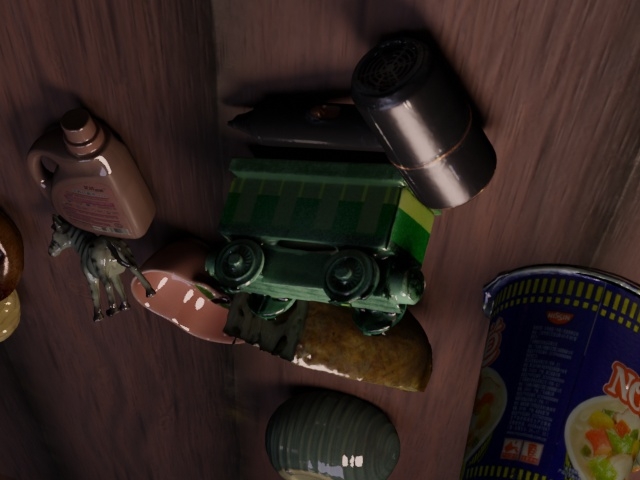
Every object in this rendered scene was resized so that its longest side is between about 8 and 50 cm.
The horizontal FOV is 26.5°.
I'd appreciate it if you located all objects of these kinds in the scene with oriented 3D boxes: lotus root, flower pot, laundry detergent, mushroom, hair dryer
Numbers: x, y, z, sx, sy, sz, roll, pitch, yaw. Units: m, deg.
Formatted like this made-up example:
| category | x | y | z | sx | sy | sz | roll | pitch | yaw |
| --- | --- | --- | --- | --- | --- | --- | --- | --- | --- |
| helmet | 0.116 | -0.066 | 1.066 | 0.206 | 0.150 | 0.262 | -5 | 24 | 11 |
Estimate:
| category | x | y | z | sx | sy | sz | roll | pitch | yaw |
| --- | --- | --- | --- | --- | --- | --- | --- | --- | --- |
| lotus root | 0.039 | 0.120 | 1.886 | 0.260 | 0.149 | 0.267 | 17 | 178 | -24 |
| flower pot | 0.018 | 0.357 | 2.360 | 0.243 | 0.157 | 0.189 | 7 | 151 | 30 |
| laundry detergent | -0.335 | -0.099 | 1.872 | 0.171 | 0.076 | 0.237 | 11 | 151 | 20 |
| mushroom | -0.573 | -0.006 | 2.169 | 0.194 | 0.138 | 0.231 | 16 | 144 | 41 |
| hair dryer | 0.012 | -0.140 | 1.543 | 0.352 | 0.107 | 0.189 | 6 | 147 | 38 |

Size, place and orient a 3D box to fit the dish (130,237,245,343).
| category | x | y | z | sx | sy | sz | roll | pitch | yaw |
| --- | --- | --- | --- | --- | --- | --- | --- | --- | --- |
| dish | -0.175 | 0.068 | 2.048 | 0.213 | 0.090 | 0.213 | 19 | 154 | 10 |

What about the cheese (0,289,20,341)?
| category | x | y | z | sx | sy | sz | roll | pitch | yaw |
| --- | --- | --- | --- | --- | --- | --- | --- | --- | --- |
| cheese | -0.649 | 0.097 | 2.424 | 0.226 | 0.117 | 0.214 | 20 | 157 | 14 |

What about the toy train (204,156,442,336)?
| category | x | y | z | sx | sy | sz | roll | pitch | yaw |
| --- | --- | --- | --- | --- | --- | --- | --- | --- | --- |
| toy train | 0.000 | 0.000 | 1.681 | 0.301 | 0.202 | 0.120 | 4 | 160 | 32 |

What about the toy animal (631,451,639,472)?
| category | x | y | z | sx | sy | sz | roll | pitch | yaw |
| --- | --- | --- | --- | --- | --- | --- | --- | --- | --- |
| toy animal | 0.461 | 0.280 | 1.955 | 0.251 | 0.125 | 0.127 | -5 | 172 | 31 |

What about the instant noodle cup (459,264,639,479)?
| category | x | y | z | sx | sy | sz | roll | pitch | yaw |
| --- | --- | --- | --- | --- | --- | --- | --- | --- | --- |
| instant noodle cup | 0.305 | 0.233 | 1.759 | 0.284 | 0.312 | 0.284 | 17 | 152 | 10 |

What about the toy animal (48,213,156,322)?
| category | x | y | z | sx | sy | sz | roll | pitch | yaw |
| --- | --- | --- | --- | --- | --- | --- | --- | --- | --- |
| toy animal | -0.327 | 0.026 | 2.003 | 0.217 | 0.073 | 0.176 | -18 | 95 | 62 |
